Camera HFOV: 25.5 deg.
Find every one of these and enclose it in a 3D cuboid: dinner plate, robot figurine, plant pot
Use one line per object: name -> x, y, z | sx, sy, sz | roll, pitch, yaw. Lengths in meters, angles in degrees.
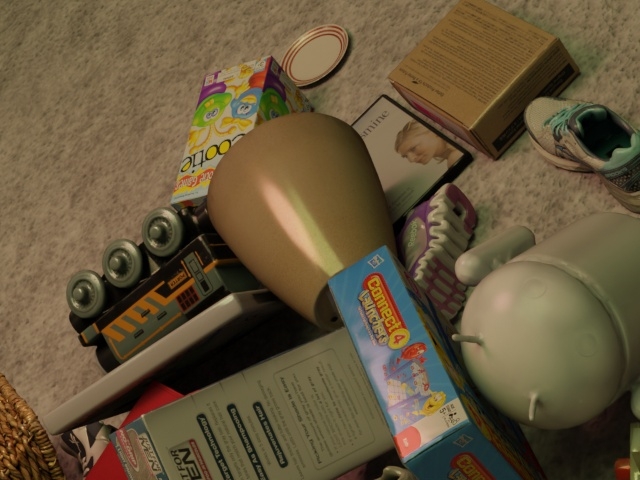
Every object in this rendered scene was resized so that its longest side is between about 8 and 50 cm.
dinner plate -> -0.009, -0.322, 2.481 | 0.141, 0.017, 0.141 | -23, 44, 24
robot figurine -> 0.299, 0.092, 1.640 | 0.300, 0.199, 0.353 | 37, 40, 26
plant pot -> 0.000, 0.000, 1.996 | 0.256, 0.256, 0.274 | -37, 43, 7

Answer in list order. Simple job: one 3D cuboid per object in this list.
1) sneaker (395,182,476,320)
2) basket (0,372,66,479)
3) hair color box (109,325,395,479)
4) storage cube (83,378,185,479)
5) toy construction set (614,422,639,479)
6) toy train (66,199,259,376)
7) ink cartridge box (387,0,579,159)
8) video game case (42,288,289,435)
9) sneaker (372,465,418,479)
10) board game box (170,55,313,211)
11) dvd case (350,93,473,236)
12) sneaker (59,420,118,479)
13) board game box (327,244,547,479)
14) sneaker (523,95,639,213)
sneaker -> 0.146, 0.031, 1.997 | 0.105, 0.095, 0.236 | -18, 41, 36
basket -> -0.438, 0.358, 2.073 | 0.223, 0.213, 0.299 | -54, 25, -9
hair color box -> -0.070, 0.245, 1.768 | 0.347, 0.174, 0.105 | -20, -7, -38
storage cube -> -0.177, 0.335, 1.916 | 0.215, 0.183, 0.193 | 19, 71, 46
toy construction set -> 0.451, 0.262, 1.492 | 0.328, 0.151, 0.215 | -15, 72, 40
toy train -> -0.251, 0.081, 2.194 | 0.334, 0.142, 0.190 | -37, 72, 23
ink cartridge box -> 0.245, -0.254, 2.158 | 0.193, 0.088, 0.235 | -47, 41, -2
video game case -> -0.207, 0.168, 2.042 | 0.329, 0.300, 0.036 | -33, 83, 12
sneaker -> 0.024, 0.360, 1.777 | 0.262, 0.121, 0.099 | -34, 40, 10
board game box -> -0.124, -0.143, 2.320 | 0.142, 0.144, 0.275 | -13, 49, 30
dvd case -> 0.104, -0.119, 2.208 | 0.180, 0.022, 0.253 | -45, 40, -2
sneaker -> -0.331, 0.356, 2.090 | 0.235, 0.094, 0.153 | 13, 56, 34
board game box -> 0.156, 0.204, 1.662 | 0.086, 0.308, 0.302 | -34, 41, 9
sneaker -> 0.372, -0.152, 1.939 | 0.110, 0.122, 0.283 | -46, 40, -4
